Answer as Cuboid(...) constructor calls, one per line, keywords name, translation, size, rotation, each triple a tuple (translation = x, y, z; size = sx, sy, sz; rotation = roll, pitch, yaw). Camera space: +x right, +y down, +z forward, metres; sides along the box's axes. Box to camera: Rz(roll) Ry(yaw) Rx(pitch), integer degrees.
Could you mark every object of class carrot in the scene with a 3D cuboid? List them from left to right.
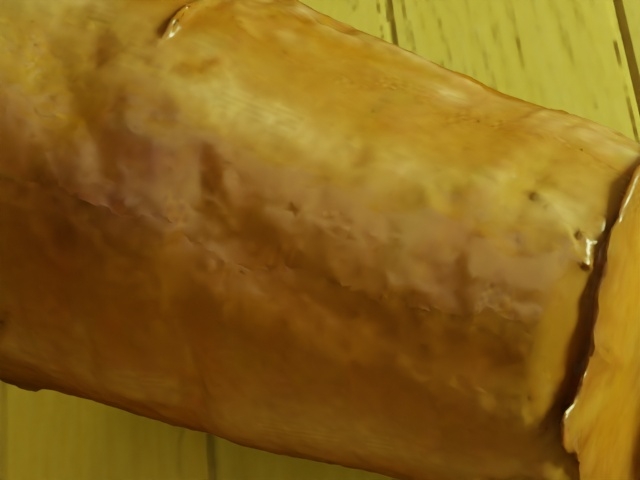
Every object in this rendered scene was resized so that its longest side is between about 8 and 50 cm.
Cuboid(name="carrot", translation=(0.000, 0.000, 0.606), size=(0.254, 0.196, 0.196), rotation=(17, 71, 29))
